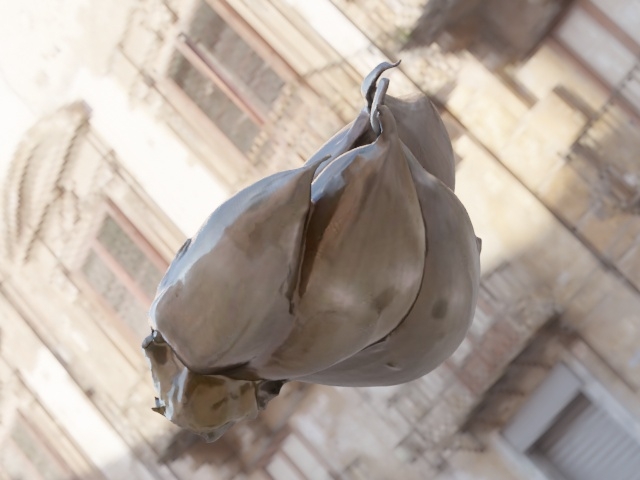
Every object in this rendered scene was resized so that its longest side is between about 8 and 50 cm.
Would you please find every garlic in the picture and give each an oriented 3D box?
[{"bbox_3d":[0.000,0.000,0.945,0.237,0.210,0.292,19,-52,-44],"label":"garlic"}]
